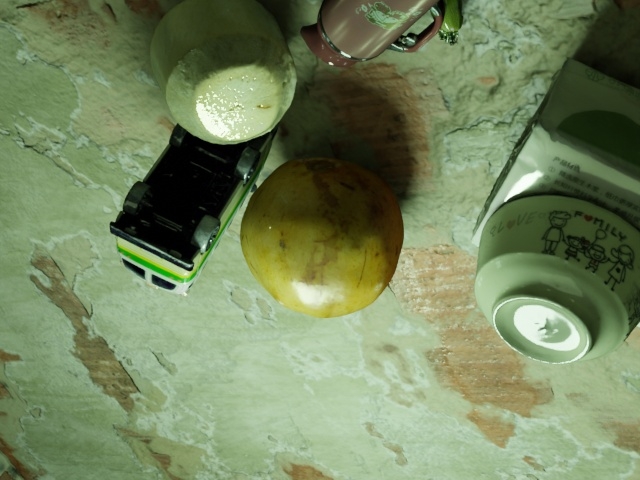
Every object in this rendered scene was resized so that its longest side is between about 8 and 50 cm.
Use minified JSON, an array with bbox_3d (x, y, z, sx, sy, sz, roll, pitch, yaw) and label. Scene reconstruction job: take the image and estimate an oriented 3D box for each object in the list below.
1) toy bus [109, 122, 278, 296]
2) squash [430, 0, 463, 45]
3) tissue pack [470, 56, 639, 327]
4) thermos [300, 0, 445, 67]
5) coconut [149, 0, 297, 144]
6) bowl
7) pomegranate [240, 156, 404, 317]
[{"bbox_3d":[-0.197,-0.070,1.537,0.143,0.305,0.179,25,149,4],"label":"toy bus"},{"bbox_3d":[0.154,-0.342,1.264,0.052,0.052,0.183,-2,125,32],"label":"squash"},{"bbox_3d":[0.416,-0.042,1.274,0.357,0.193,0.266,27,141,6],"label":"tissue pack"},{"bbox_3d":[0.086,-0.312,1.258,0.330,0.136,0.109,-29,74,65],"label":"thermos"},{"bbox_3d":[-0.145,-0.257,1.416,0.202,0.222,0.202,-12,136,-12],"label":"coconut"},{"bbox_3d":[0.296,0.070,1.219,0.238,0.126,0.237,19,142,16],"label":"bowl"},{"bbox_3d":[0.000,0.000,1.514,0.264,0.264,0.264,16,134,17],"label":"pomegranate"}]
